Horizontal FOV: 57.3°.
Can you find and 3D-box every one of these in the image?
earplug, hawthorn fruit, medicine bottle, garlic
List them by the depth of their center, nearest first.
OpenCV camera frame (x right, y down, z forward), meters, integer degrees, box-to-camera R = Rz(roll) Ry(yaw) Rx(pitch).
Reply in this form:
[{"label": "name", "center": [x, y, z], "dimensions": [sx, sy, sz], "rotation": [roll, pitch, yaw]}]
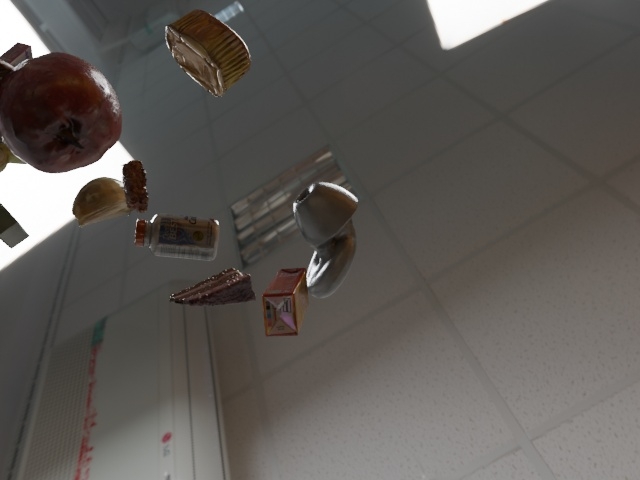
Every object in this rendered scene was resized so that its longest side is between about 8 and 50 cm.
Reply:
[{"label": "hawthorn fruit", "center": [-0.519, -0.241, 1.198], "dimensions": [0.254, 0.254, 0.300], "rotation": [-41, -129, -9]}, {"label": "earplug", "center": [0.013, 0.000, 1.614], "dimensions": [0.175, 0.326, 0.214], "rotation": [-2, -161, -8]}, {"label": "garlic", "center": [-0.697, -0.126, 1.929], "dimensions": [0.245, 0.145, 0.164], "rotation": [-18, 144, -56]}, {"label": "medicine bottle", "center": [-0.519, -0.015, 2.124], "dimensions": [0.288, 0.157, 0.157], "rotation": [6, -149, -14]}]

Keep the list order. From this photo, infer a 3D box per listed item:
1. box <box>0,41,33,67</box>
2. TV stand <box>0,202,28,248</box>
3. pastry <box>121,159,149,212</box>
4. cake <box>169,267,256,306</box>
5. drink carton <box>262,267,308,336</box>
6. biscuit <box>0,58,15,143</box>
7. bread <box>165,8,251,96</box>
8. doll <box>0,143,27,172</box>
[{"label": "box", "center": [-0.715, -0.414, 1.363], "dimensions": [0.036, 0.051, 0.117], "rotation": [14, -138, -1]}, {"label": "TV stand", "center": [-1.050, -0.046, 1.954], "dimensions": [0.083, 0.088, 0.269], "rotation": [-41, -175, -21]}, {"label": "pastry", "center": [-0.527, -0.152, 1.652], "dimensions": [0.087, 0.063, 0.169], "rotation": [-52, -134, 46]}, {"label": "cake", "center": [-0.331, 0.156, 1.832], "dimensions": [0.116, 0.113, 0.295], "rotation": [4, -172, 38]}, {"label": "drink carton", "center": [-0.073, 0.132, 1.303], "dimensions": [0.071, 0.096, 0.223], "rotation": [-3, -170, 7]}, {"label": "biscuit", "center": [-0.799, -0.312, 1.309], "dimensions": [0.318, 0.318, 0.040], "rotation": [-23, -117, 18]}, {"label": "bread", "center": [-0.350, -0.611, 1.886], "dimensions": [0.288, 0.204, 0.156], "rotation": [37, -115, 25]}, {"label": "doll", "center": [-0.907, -0.269, 1.718], "dimensions": [0.117, 0.141, 0.296], "rotation": [-46, 179, 38]}]
